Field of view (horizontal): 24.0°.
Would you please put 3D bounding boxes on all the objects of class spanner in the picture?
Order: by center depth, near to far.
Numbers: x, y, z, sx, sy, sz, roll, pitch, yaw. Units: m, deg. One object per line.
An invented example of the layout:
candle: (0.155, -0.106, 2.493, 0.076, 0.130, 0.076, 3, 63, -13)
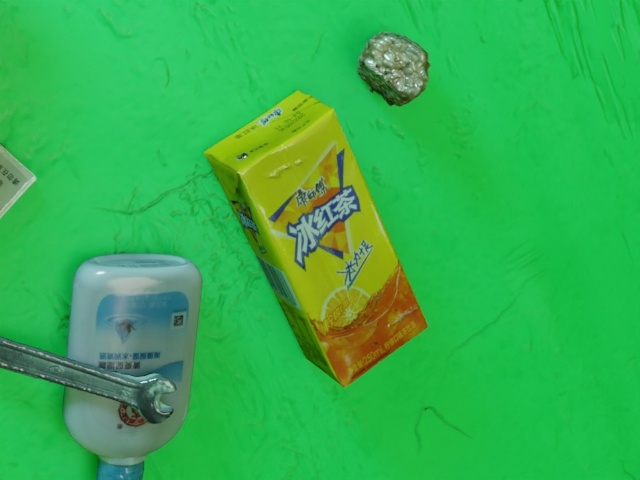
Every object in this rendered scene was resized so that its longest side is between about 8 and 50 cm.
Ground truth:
spanner: (-0.313, 0.150, 1.778, 0.302, 0.017, 0.071, 17, 103, -12)

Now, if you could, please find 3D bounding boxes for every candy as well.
candy: (0.094, -0.217, 1.881, 0.095, 0.110, 0.085, 30, 91, 3)

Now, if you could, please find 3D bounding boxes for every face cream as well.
face cream: (-0.238, 0.184, 1.857, 0.163, 0.080, 0.336, 0, 108, -25)

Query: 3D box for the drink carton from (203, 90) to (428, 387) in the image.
drink carton: (0.000, 0.000, 1.914, 0.155, 0.111, 0.351, -35, 121, -16)

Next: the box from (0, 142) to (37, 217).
box: (-0.424, -0.033, 1.697, 0.198, 0.029, 0.109, -49, 125, -7)
